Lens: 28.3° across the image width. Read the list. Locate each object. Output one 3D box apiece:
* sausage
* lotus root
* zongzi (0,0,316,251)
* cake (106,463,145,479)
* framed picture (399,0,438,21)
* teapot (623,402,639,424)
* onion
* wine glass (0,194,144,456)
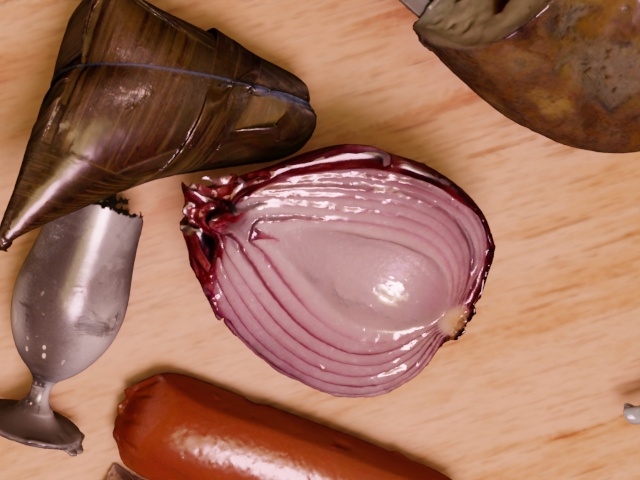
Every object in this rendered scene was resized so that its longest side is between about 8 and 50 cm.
[{"bbox_3d":[-0.020,0.214,1.152,0.348,0.094,0.097,21,94,-11],"label":"sausage"},{"bbox_3d":[0.261,-0.177,1.045,0.267,0.149,0.260,-48,126,3],"label":"lotus root"},{"bbox_3d":[-0.126,-0.068,1.034,0.220,0.112,0.242,21,66,-15],"label":"zongzi"},{"bbox_3d":[-0.173,0.243,1.124,0.065,0.121,0.052,32,89,-4],"label":"cake"},{"bbox_3d":[0.148,-0.272,1.035,0.231,0.018,0.293,-54,139,5],"label":"framed picture"},{"bbox_3d":[0.401,0.186,1.190,0.232,0.159,0.159,28,97,-22],"label":"teapot"},{"bbox_3d":[0.000,0.000,1.088,0.283,0.120,0.227,27,109,-24],"label":"onion"},{"bbox_3d":[-0.218,0.066,1.090,0.103,0.103,0.222,17,100,-11],"label":"wine glass"}]
